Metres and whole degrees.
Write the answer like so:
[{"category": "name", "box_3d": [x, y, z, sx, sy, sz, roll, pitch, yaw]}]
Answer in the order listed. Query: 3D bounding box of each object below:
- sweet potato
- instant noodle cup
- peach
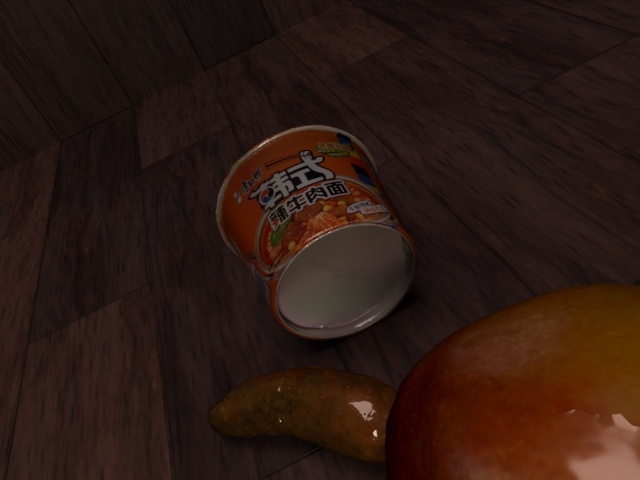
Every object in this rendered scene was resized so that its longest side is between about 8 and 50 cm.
[{"category": "sweet potato", "box_3d": [-0.019, 0.193, 0.712, 0.292, 0.097, 0.097, -6, 39, 39]}, {"category": "instant noodle cup", "box_3d": [0.000, 0.000, 0.832, 0.250, 0.250, 0.192, -27, 43, -1]}, {"category": "peach", "box_3d": [0.194, 0.169, 0.431, 0.332, 0.307, 0.308, 6, 46, 43]}]
